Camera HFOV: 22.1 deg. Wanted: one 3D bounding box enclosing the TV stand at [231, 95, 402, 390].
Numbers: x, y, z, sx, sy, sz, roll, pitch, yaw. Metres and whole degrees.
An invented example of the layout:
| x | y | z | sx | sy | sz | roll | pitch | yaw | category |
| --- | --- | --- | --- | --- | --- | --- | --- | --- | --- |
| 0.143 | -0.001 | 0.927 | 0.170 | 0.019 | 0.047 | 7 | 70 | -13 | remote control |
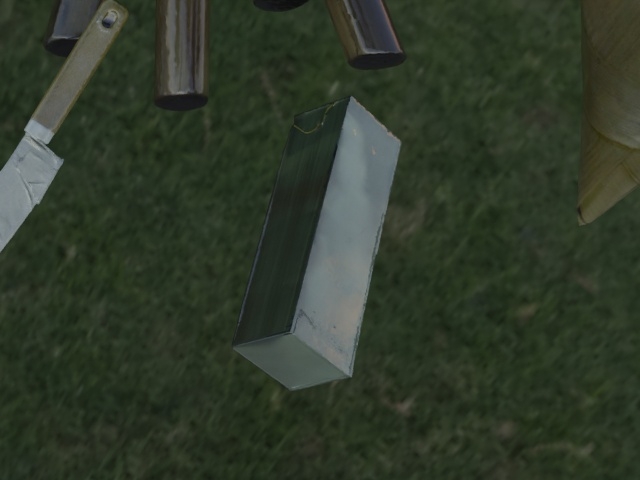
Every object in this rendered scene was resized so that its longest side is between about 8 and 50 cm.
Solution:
| x | y | z | sx | sy | sz | roll | pitch | yaw | category |
| --- | --- | --- | --- | --- | --- | --- | --- | --- | --- |
| 0.000 | 0.000 | 1.548 | 0.088 | 0.083 | 0.269 | 39 | 51 | -34 | TV stand |

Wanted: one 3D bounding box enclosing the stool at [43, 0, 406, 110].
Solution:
| x | y | z | sx | sy | sz | roll | pitch | yaw | category |
| --- | --- | --- | --- | --- | --- | --- | --- | --- | --- |
| -0.091 | -0.278 | 1.577 | 0.310 | 0.310 | 0.226 | 20 | 64 | -65 | stool |

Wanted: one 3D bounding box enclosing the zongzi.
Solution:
| x | y | z | sx | sy | sz | roll | pitch | yaw | category |
| --- | --- | --- | --- | --- | --- | --- | --- | --- | --- |
| 0.222 | -0.194 | 1.302 | 0.289 | 0.317 | 0.154 | 49 | 35 | 3 | zongzi |

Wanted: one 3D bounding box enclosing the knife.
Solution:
| x | y | z | sx | sy | sz | roll | pitch | yaw | category |
| --- | --- | --- | --- | --- | --- | --- | --- | --- | --- |
| -0.242 | -0.073 | 1.404 | 0.047 | 0.017 | 0.298 | 33 | 85 | -20 | knife |
